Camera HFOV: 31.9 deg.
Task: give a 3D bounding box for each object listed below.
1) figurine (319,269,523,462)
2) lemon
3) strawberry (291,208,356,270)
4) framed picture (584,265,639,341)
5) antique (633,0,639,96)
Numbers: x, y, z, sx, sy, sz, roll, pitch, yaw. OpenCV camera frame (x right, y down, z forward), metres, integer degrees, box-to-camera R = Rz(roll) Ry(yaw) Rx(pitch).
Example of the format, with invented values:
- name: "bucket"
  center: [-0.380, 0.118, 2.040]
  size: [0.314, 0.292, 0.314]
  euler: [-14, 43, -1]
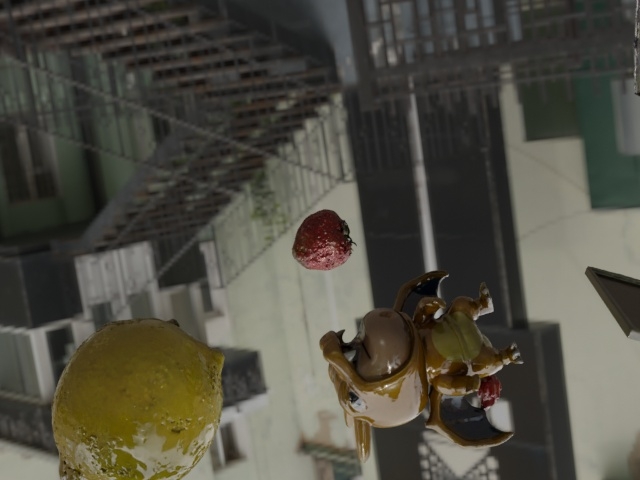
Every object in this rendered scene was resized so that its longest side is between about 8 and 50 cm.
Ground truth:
- name: "figurine"
  center: [0.218, 0.279, 2.351]
  size: [0.387, 0.401, 0.268]
  euler: [-21, 174, -5]
- name: "lemon"
  center: [-0.194, 0.175, 1.171]
  size: [0.206, 0.173, 0.173]
  euler: [-54, -153, -16]
- name: "strawberry"
  center: [0.000, 0.000, 1.825]
  size: [0.106, 0.106, 0.106]
  euler: [-8, -171, 1]
- name: "framed picture"
  center: [0.517, 0.114, 1.571]
  size: [0.265, 0.018, 0.192]
  euler: [15, -156, -12]
- name: "antique"
  center: [0.440, -0.216, 1.211]
  size: [0.148, 0.152, 0.147]
  euler: [-20, -146, -17]
